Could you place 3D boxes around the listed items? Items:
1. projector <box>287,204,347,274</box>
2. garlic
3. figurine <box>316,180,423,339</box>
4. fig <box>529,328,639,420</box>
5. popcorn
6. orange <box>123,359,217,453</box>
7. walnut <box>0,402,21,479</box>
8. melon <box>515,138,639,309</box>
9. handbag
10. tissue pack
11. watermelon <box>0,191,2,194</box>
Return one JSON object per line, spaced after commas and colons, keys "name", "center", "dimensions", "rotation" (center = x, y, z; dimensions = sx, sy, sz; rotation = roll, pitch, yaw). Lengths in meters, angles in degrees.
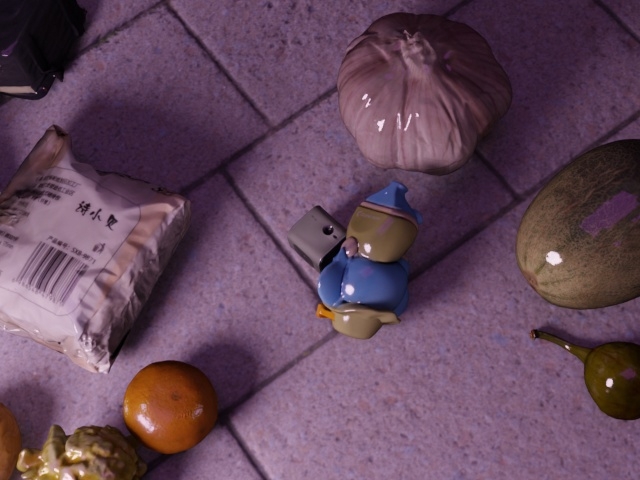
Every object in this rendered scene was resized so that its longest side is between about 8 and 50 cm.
{"name": "projector", "center": [0.000, 0.000, 1.735], "dimensions": [0.083, 0.083, 0.082], "rotation": [-43, 70, -12]}
{"name": "garlic", "center": [0.167, -0.267, 1.740], "dimensions": [0.318, 0.259, 0.317], "rotation": [0, 66, 1]}
{"name": "figurine", "center": [0.097, 0.042, 1.657], "dimensions": [0.154, 0.180, 0.262], "rotation": [27, 80, 23]}
{"name": "fig", "center": [0.446, 0.203, 1.607], "dimensions": [0.236, 0.124, 0.124], "rotation": [27, 70, 42]}
{"name": "popcorn", "center": [-0.379, 0.379, 1.563], "dimensions": [0.188, 0.185, 0.167], "rotation": [-19, 48, 7]}
{"name": "orange", "center": [-0.248, 0.276, 1.621], "dimensions": [0.156, 0.124, 0.156], "rotation": [6, 63, -12]}
{"name": "walnut", "center": [-0.578, 0.357, 1.606], "dimensions": [0.159, 0.159, 0.206], "rotation": [28, 77, 16]}
{"name": "melon", "center": [0.477, -0.022, 1.612], "dimensions": [0.329, 0.248, 0.248], "rotation": [-34, 68, -1]}
{"name": "handbag", "center": [-0.583, -0.413, 1.921], "dimensions": [0.181, 0.181, 0.254], "rotation": [14, 67, 12]}
{"name": "tissue pack", "center": [-0.450, 0.010, 1.720], "dimensions": [0.376, 0.195, 0.390], "rotation": [25, 71, 20]}
{"name": "watermelon", "center": [-0.709, -0.104, 1.825], "dimensions": [0.207, 0.202, 0.136], "rotation": [38, 36, 17]}
